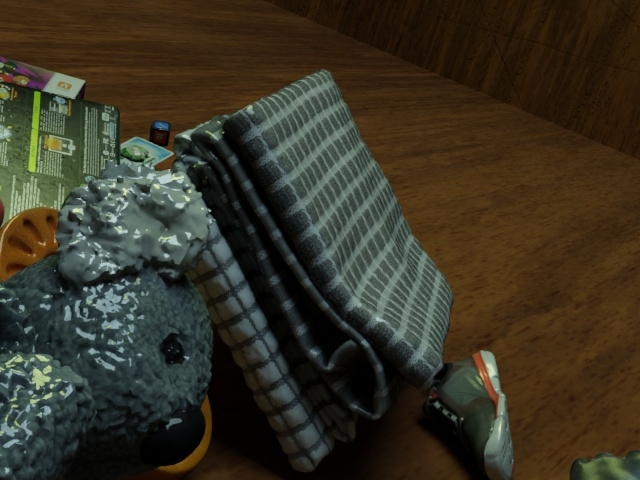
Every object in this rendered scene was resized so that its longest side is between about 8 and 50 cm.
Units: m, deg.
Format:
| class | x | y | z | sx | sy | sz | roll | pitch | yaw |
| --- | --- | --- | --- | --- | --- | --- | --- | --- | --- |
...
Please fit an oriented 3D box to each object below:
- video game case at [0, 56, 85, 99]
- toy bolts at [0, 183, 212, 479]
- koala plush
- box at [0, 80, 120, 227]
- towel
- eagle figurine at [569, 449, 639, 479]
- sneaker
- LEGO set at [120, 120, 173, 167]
| class | x | y | z | sx | sy | sz | roll | pitch | yaw |
| --- | --- | --- | --- | --- | --- | --- | --- | --- | --- |
| video game case | -0.365 | -0.126 | 1.079 | 0.232 | 0.042 | 0.210 | 16 | 33 | -4 |
| toy bolts | -0.200 | 0.071 | 0.699 | 0.228 | 0.158 | 0.218 | 10 | 59 | -54 |
| koala plush | -0.135 | 0.068 | 0.517 | 0.203 | 0.196 | 0.221 | 27 | 41 | 26 |
| box | -0.265 | -0.061 | 0.963 | 0.184 | 0.045 | 0.190 | 9 | 44 | -20 |
| towel | 0.000 | 0.000 | 0.831 | 0.235 | 0.121 | 0.283 | 62 | 15 | -7 |
| eagle figurine | 0.311 | 0.224 | 0.668 | 0.226 | 0.225 | 0.298 | 55 | -23 | -12 |
| sneaker | 0.113 | 0.140 | 0.872 | 0.065 | 0.061 | 0.158 | -8 | 18 | 5 |
| LEGO set | -0.262 | -0.087 | 1.167 | 0.182 | 0.060 | 0.244 | 25 | 31 | 16 |
